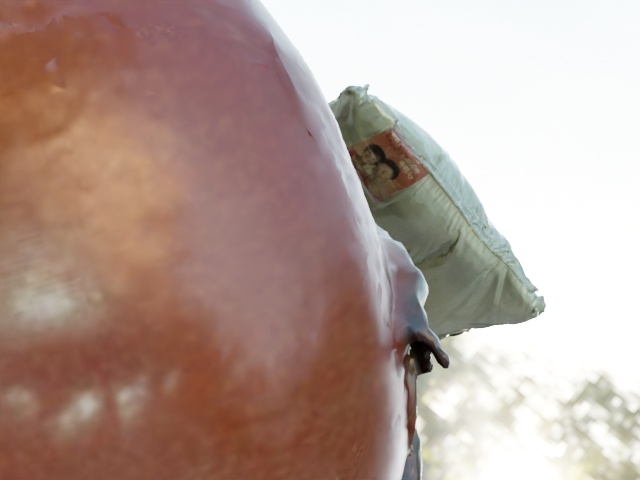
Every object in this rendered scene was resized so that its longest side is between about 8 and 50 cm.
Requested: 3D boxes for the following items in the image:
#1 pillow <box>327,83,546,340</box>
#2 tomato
[{"bbox_3d":[0.000,0.000,0.831,0.128,0.051,0.229,50,-29,-14],"label":"pillow"},{"bbox_3d":[-0.130,0.029,0.644,0.341,0.273,0.341,57,-21,35],"label":"tomato"}]
